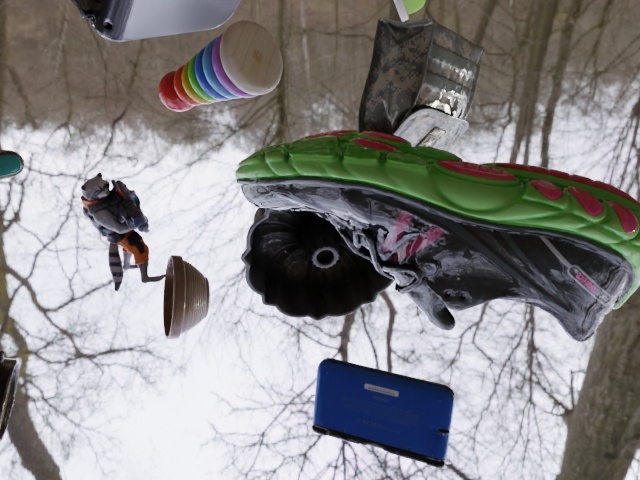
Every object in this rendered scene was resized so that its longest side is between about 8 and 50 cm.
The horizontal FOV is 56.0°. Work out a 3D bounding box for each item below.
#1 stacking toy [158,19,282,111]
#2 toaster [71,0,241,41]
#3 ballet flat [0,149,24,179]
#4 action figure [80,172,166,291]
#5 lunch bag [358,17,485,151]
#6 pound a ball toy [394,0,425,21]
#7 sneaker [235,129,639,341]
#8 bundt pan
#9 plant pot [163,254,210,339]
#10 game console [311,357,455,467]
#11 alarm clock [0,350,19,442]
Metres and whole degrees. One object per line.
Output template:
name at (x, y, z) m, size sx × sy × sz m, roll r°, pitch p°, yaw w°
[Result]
stacking toy at (-0.232, -0.335, 1.252) m, size 0.330 × 0.141 × 0.141 m, roll -7°, pitch -167°, yaw 46°
toaster at (-0.113, -0.245, 0.366) m, size 0.168 × 0.185 × 0.110 m, roll 49°, pitch -139°, yaw 15°
ballet flat at (-0.698, -0.136, 1.191) m, size 0.206 × 0.073 × 0.067 m, roll -12°, pitch -164°, yaw -26°
action figure at (-0.550, -0.023, 1.646) m, size 0.179 × 0.330 × 0.341 m, roll -28°, pitch -155°, yaw -14°
lunch bag at (0.213, -0.304, 1.298) m, size 0.169 × 0.286 × 0.235 m, roll 20°, pitch -169°, yaw 39°
pound a ball toy at (0.149, -0.423, 0.723) m, size 0.208 × 0.319 × 0.135 m, roll -20°, pitch -129°, yaw 16°
sneaker at (0.105, -0.006, 0.692) m, size 0.483 × 0.202 × 0.185 m, roll 17°, pitch -158°, yaw 22°
bundt pan at (0.000, 0.000, 1.235) m, size 0.331 × 0.330 × 0.124 m, roll -4°, pitch -145°, yaw -8°
plant pot at (-0.379, 0.161, 1.712) m, size 0.110 × 0.237 × 0.237 m, roll 2°, pitch -157°, yaw -21°
game console at (0.147, 0.379, 1.322) m, size 0.293 × 0.250 × 0.173 m, roll 9°, pitch -167°, yaw 19°
alarm clock at (-0.515, 0.255, 0.942) m, size 0.064 × 0.192 × 0.129 m, roll 9°, pitch -124°, yaw -16°
